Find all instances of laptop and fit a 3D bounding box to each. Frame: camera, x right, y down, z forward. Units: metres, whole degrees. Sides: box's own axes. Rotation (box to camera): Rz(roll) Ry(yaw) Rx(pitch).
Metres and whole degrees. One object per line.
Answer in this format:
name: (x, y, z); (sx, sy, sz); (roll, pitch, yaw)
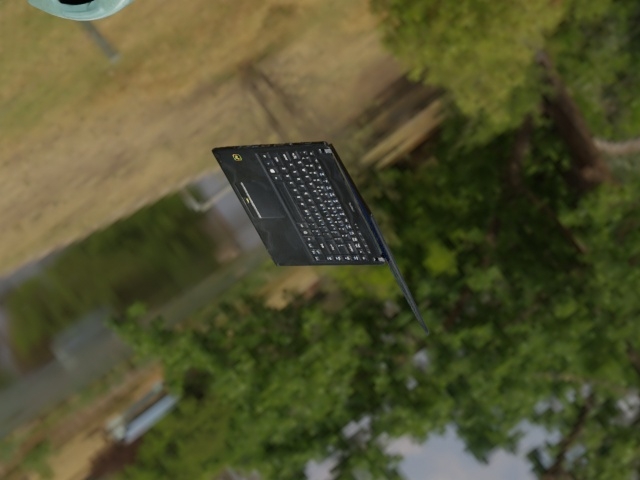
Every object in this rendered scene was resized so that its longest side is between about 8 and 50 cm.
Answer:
laptop: (0.000, 0.000, 1.903); (0.264, 0.234, 0.136); (-1, -132, 26)

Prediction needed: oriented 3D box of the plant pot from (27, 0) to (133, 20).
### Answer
plant pot: (-0.149, -0.378, 1.270); (0.334, 0.341, 0.341); (-48, -175, -32)
